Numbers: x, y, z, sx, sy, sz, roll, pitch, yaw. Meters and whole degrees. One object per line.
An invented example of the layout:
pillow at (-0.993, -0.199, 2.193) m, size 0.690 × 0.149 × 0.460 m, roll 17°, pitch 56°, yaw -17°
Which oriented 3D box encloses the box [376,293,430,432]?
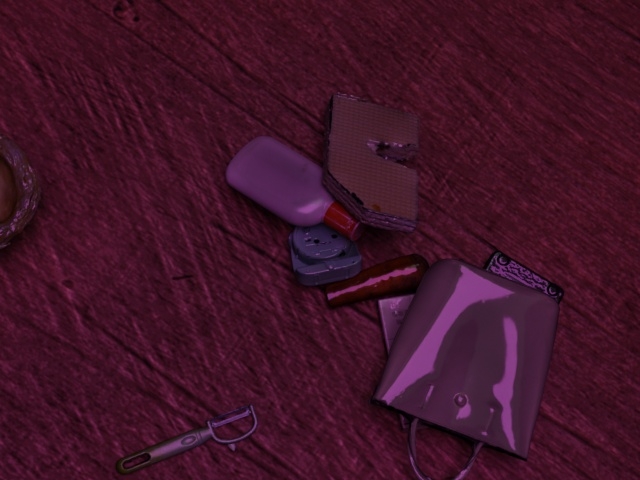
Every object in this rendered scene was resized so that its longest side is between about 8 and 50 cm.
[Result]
box at (0.152, 0.176, 1.912) m, size 0.109 × 0.029 × 0.198 m, roll -8°, pitch 74°, yaw -9°

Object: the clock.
clock at (0.000, 0.000, 1.925) m, size 0.101 × 0.041 × 0.135 m, roll -13°, pitch 57°, yaw -7°

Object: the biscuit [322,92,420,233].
biscuit at (0.077, -0.115, 1.923) m, size 0.147 × 0.046 × 0.250 m, roll 12°, pitch 44°, yaw -10°

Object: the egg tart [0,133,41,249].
egg tart at (-0.496, -0.068, 1.877) m, size 0.197 × 0.078 × 0.197 m, roll 3°, pitch 73°, yaw -8°

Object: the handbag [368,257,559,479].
handbag at (0.207, 0.196, 1.844) m, size 0.241 × 0.109 × 0.315 m, roll 21°, pitch 73°, yaw -2°

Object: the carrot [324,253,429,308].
carrot at (0.084, 0.061, 1.927) m, size 0.161 × 0.055 × 0.055 m, roll -15°, pitch 76°, yaw -6°

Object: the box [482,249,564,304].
box at (0.286, 0.094, 1.953) m, size 0.126 × 0.027 × 0.125 m, roll 31°, pitch 73°, yaw 3°

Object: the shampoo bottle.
shampoo bottle at (-0.030, -0.071, 1.917) m, size 0.220 × 0.051 × 0.108 m, roll 32°, pitch 57°, yaw 20°

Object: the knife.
knife at (-0.186, 0.293, 1.845) m, size 0.212 × 0.015 × 0.054 m, roll -19°, pitch 85°, yaw -13°
